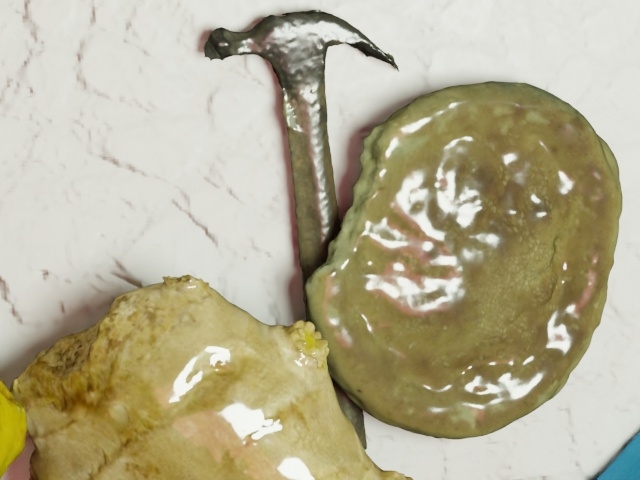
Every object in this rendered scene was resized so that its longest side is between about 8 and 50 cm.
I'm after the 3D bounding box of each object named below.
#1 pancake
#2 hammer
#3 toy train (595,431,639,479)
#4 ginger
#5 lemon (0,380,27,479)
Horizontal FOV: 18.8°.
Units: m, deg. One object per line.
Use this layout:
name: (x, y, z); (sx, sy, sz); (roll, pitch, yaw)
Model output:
pancake: (0.099, 0.014, 1.239); (0.222, 0.042, 0.236); (42, 86, -21)
hammer: (0.000, 0.000, 1.240); (0.125, 0.027, 0.297); (-8, 105, -10)
toy train: (0.283, 0.276, 1.283); (0.265, 0.188, 0.300); (-46, 107, -5)
ginger: (-0.037, 0.200, 1.198); (0.236, 0.166, 0.375); (-36, 82, 5)
lemon: (-0.302, 0.113, 1.128); (0.260, 0.204, 0.204); (-5, 104, -10)
